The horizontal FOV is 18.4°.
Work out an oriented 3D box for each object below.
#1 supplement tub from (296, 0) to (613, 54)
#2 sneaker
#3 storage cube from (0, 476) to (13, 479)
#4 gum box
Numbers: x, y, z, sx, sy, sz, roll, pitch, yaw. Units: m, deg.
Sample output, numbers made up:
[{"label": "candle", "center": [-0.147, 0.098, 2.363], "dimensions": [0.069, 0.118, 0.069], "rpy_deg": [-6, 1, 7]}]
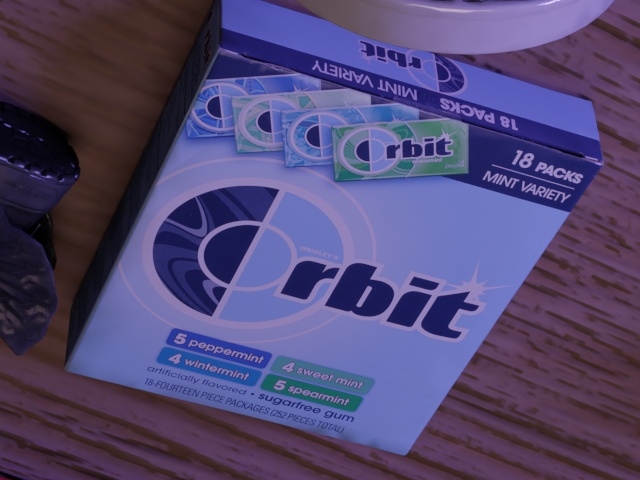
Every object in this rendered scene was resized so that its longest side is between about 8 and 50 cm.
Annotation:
[{"label": "supplement tub", "center": [0.046, -0.168, 0.560], "dimensions": [0.144, 0.144, 0.200], "rpy_deg": [2, 134, -4]}, {"label": "sneaker", "center": [-0.161, -0.022, 0.758], "dimensions": [0.170, 0.051, 0.089], "rpy_deg": [26, 123, -29]}, {"label": "storage cube", "center": [-0.142, 0.250, 0.933], "dimensions": [0.215, 0.183, 0.193], "rpy_deg": [20, 132, -21]}, {"label": "gum box", "center": [0.000, 0.000, 0.793], "dimensions": [0.157, 0.041, 0.184], "rpy_deg": [15, 132, -16]}]
